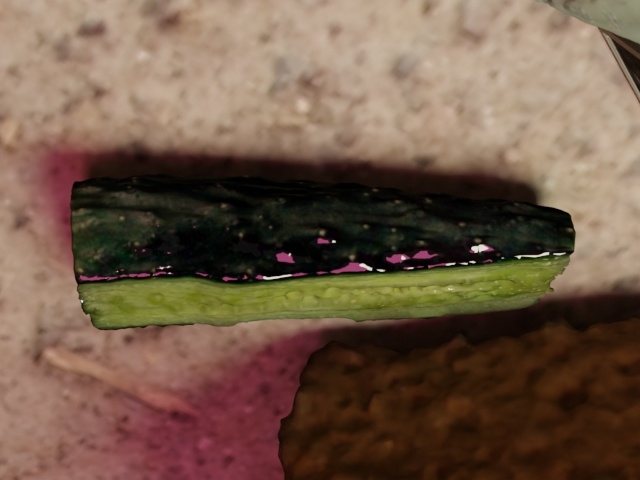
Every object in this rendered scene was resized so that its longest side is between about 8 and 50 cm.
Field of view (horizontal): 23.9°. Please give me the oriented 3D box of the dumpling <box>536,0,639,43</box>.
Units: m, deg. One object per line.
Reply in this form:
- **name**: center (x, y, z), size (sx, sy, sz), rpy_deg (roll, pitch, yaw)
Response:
- **dumpling**: center (0.177, -0.118, 0.522), size (0.217, 0.105, 0.149), rpy_deg (18, 142, 15)

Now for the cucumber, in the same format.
- **cucumber**: center (0.000, -0.002, 0.659), size (0.211, 0.062, 0.078), rpy_deg (-4, 159, -1)

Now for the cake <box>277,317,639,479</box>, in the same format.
- **cake**: center (0.121, 0.209, 0.674), size (0.256, 0.282, 0.290), rpy_deg (-4, 130, 14)

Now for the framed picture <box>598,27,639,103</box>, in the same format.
- **framed picture**: center (0.144, -0.046, 0.610), size (0.007, 0.066, 0.089), rpy_deg (-34, 120, 2)
